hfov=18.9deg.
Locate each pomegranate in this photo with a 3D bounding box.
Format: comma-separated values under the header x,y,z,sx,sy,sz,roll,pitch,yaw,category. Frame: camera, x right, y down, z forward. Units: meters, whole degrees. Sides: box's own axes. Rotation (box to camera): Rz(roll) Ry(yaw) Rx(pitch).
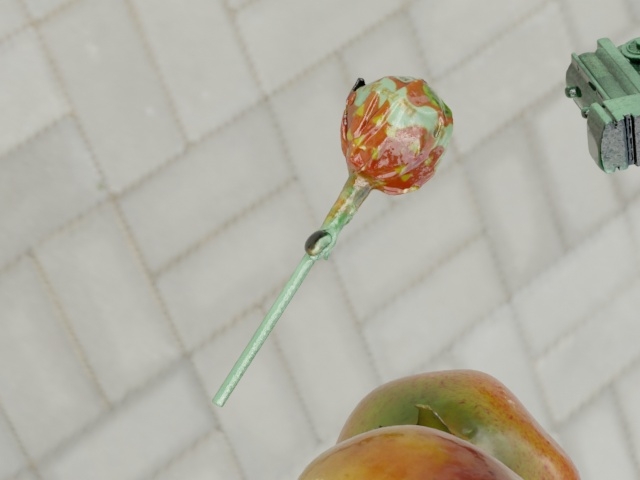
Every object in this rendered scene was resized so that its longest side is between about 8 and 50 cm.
x,y,z,sx,sy,sz,roll,pitch,yaw,category
0.100,0.209,1.590,0.221,0.221,0.257,-54,152,-12,pomegranate
0.062,0.227,1.317,0.209,0.209,0.209,-12,111,-34,pomegranate

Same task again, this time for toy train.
x,y,z,sx,sy,sz,roll,pitch,yaw,category
0.272,-0.124,1.689,0.111,0.170,0.071,-11,121,-7,toy train

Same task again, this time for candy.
x,y,z,sx,sy,sz,roll,pitch,yaw,category
-0.001,-0.001,1.428,0.288,0.084,0.078,-56,155,-7,candy
